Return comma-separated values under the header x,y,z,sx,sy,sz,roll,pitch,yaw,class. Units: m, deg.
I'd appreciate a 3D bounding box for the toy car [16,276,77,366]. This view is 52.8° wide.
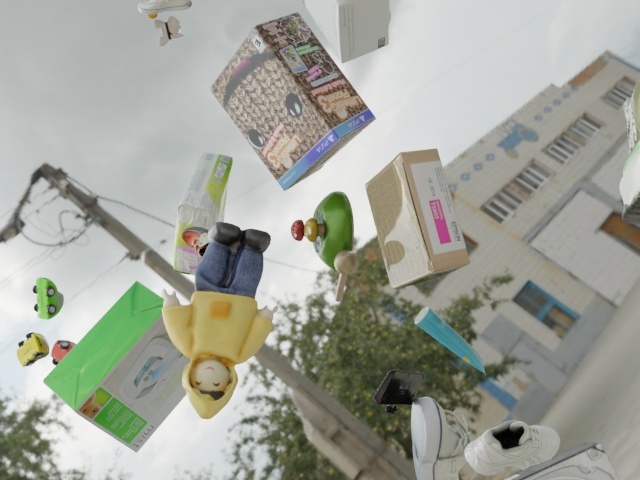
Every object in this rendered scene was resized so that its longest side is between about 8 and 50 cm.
x,y,z,sx,sy,sz,roll,pitch,yaw,class
-0.623,0.195,1.497,0.053,0.239,0.225,-7,-82,-56,toy car

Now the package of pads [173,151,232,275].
x,y,z,sx,sy,sz,roll,pitch,yaw,class
-0.325,-0.063,1.769,0.297,0.101,0.229,108,175,-48,package of pads

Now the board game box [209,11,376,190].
x,y,z,sx,sy,sz,roll,pitch,yaw,class
-0.066,-0.300,1.418,0.141,0.291,0.232,-36,-1,-42,board game box

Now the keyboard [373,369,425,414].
x,y,z,sx,sy,sz,roll,pitch,yaw,class
0.167,0.331,1.405,0.180,0.023,0.108,23,-87,-56,keyboard

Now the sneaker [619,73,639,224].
x,y,z,sx,sy,sz,roll,pitch,yaw,class
0.348,-0.188,0.543,0.158,0.182,0.410,-1,-35,-6,sneaker

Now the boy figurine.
x,y,z,sx,sy,sz,roll,pitch,yaw,class
-0.157,0.118,0.967,0.092,0.177,0.285,129,154,-64,boy figurine

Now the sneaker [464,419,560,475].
x,y,z,sx,sy,sz,roll,pitch,yaw,class
0.416,0.416,1.326,0.232,0.090,0.115,-3,-46,-28,sneaker

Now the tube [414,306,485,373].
x,y,z,sx,sy,sz,roll,pitch,yaw,class
0.325,0.245,1.577,0.052,0.207,0.080,-49,5,24,tube

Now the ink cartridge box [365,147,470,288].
x,y,z,sx,sy,sz,roll,pitch,yaw,class
0.183,-0.037,1.267,0.088,0.235,0.193,-10,-9,-20,ink cartridge box

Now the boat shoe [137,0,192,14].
x,y,z,sx,sy,sz,roll,pitch,yaw,class
-0.271,-0.413,1.104,0.035,0.100,0.035,73,-153,-47,boat shoe

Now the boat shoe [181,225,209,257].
x,y,z,sx,sy,sz,roll,pitch,yaw,class
-0.200,0.015,1.155,0.043,0.137,0.049,-26,-42,-54,boat shoe

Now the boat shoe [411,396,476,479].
x,y,z,sx,sy,sz,roll,pitch,yaw,class
0.301,0.478,1.505,0.156,0.136,0.367,-10,-48,-1,boat shoe

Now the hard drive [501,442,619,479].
x,y,z,sx,sy,sz,roll,pitch,yaw,class
0.385,0.506,0.954,0.236,0.339,0.064,-19,-13,-11,hard drive

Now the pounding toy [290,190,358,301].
x,y,z,sx,sy,sz,roll,pitch,yaw,class
0.000,0.000,1.459,0.110,0.237,0.183,0,-33,-17,pounding toy

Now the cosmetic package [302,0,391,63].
x,y,z,sx,sy,sz,roll,pitch,yaw,class
0.039,-0.697,1.734,0.156,0.385,0.217,-22,-29,-7,cosmetic package

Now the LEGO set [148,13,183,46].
x,y,z,sx,sy,sz,roll,pitch,yaw,class
-0.327,-0.539,1.368,0.093,0.227,0.087,-12,12,-1,LEGO set

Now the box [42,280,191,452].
x,y,z,sx,sy,sz,roll,pitch,yaw,class
-0.376,0.259,1.315,0.262,0.126,0.231,-50,-38,-20,box
